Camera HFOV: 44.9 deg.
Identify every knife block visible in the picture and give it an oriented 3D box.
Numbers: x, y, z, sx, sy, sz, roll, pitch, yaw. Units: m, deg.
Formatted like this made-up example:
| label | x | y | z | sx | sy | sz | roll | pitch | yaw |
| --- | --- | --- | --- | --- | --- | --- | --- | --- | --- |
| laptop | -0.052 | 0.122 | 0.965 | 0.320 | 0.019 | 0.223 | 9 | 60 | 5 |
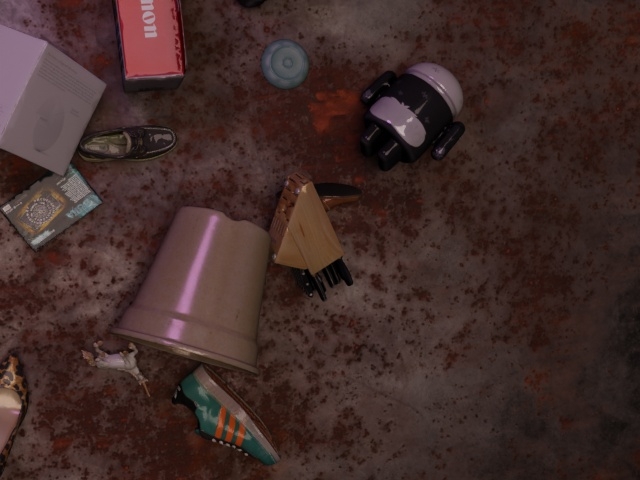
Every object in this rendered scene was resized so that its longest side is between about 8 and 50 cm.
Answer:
| label | x | y | z | sx | sy | sz | roll | pitch | yaw |
| --- | --- | --- | --- | --- | --- | --- | --- | --- | --- |
| knife block | 0.000 | 0.000 | 1.815 | 0.242 | 0.088 | 0.276 | 12 | 105 | -31 |

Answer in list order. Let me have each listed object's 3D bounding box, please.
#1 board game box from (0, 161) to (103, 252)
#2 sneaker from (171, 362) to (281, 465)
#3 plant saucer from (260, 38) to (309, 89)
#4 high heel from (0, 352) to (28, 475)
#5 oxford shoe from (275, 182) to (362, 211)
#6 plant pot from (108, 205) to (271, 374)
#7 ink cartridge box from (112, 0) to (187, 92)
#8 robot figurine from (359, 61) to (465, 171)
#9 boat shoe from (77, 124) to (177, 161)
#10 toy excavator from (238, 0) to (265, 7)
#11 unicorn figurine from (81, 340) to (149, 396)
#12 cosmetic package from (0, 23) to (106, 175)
| label | x | y | z | sx | sy | sz | roll | pitch | yaw |
| --- | --- | --- | --- | --- | --- | --- | --- | --- | --- |
| board game box | -0.595 | -0.078 | 1.717 | 0.186 | 0.026 | 0.126 | -38 | 102 | -11 |
| sneaker | -0.221 | 0.431 | 1.816 | 0.121 | 0.108 | 0.302 | -41 | 101 | 0 |
| plant saucer | -0.081 | -0.420 | 1.841 | 0.119 | 0.021 | 0.119 | -1 | 93 | -16 |
| high heel | -0.677 | 0.380 | 1.637 | 0.093 | 0.186 | 0.261 | 12 | 90 | -16 |
| oxford shoe | -0.003 | -0.091 | 1.866 | 0.212 | 0.076 | 0.076 | -8 | 120 | -11 |
| plant pot | -0.250 | 0.103 | 1.695 | 0.334 | 0.334 | 0.305 | 20 | 76 | -16 |
| ink cartridge box | -0.368 | -0.486 | 1.629 | 0.130 | 0.272 | 0.309 | -8 | 95 | -15 |
| robot figurine | 0.215 | -0.296 | 1.855 | 0.278 | 0.173 | 0.209 | -47 | 114 | -8 |
| boat shoe | -0.429 | -0.215 | 1.730 | 0.223 | 0.073 | 0.080 | -8 | 95 | -14 |
| toy excavator | -0.123 | -0.822 | 1.735 | 0.433 | 0.222 | 0.445 | 45 | 68 | -13 |
| unicorn figurine | -0.452 | 0.276 | 1.754 | 0.162 | 0.111 | 0.060 | 17 | 48 | 5 |
| cosmetic package | -0.592 | -0.283 | 1.589 | 0.138 | 0.224 | 0.225 | 25 | 86 | 19 |
